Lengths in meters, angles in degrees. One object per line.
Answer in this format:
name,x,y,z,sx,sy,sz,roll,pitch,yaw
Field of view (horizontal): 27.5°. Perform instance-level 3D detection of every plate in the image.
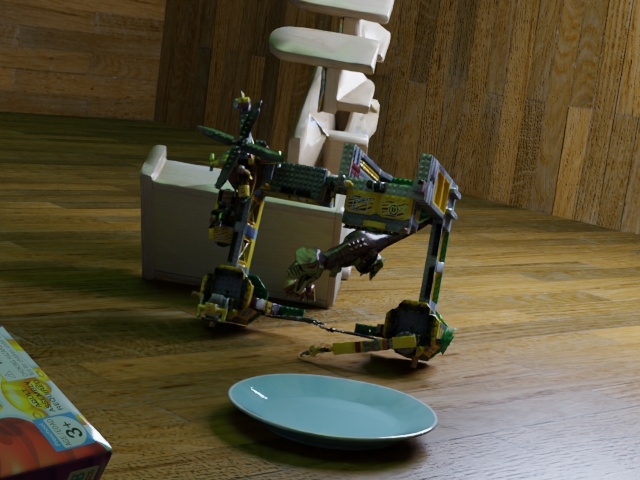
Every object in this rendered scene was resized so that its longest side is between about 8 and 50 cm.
plate,0.010,0.155,1.165,0.188,0.024,0.188,7,8,-1

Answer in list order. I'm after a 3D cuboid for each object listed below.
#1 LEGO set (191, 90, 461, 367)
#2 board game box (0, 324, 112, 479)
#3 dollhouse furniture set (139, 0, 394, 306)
LEGO set,0.000,0.000,1.407,0.331,0.255,0.192,18,-5,18
board game box,-0.261,0.127,0.606,0.144,0.142,0.275,41,26,27
dollhouse furniture set,-0.067,-0.111,1.784,0.256,0.362,0.394,10,39,5
